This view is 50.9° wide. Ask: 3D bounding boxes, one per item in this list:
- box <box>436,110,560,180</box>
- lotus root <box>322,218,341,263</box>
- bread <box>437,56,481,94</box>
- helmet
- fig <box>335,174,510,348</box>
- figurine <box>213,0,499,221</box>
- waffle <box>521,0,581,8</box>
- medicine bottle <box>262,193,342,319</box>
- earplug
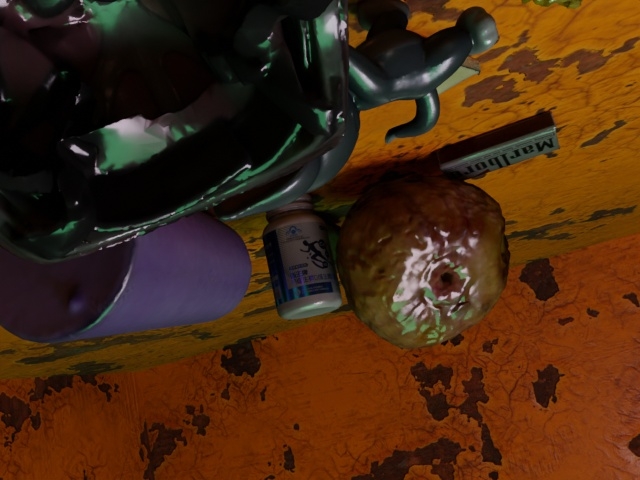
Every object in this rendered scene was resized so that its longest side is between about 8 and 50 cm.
[{"bbox_3d":[0.279,-0.139,1.044,0.178,0.035,0.115,-18,166,20],"label":"box"},{"bbox_3d":[0.000,0.000,1.251,0.089,0.080,0.179,5,170,27],"label":"lotus root"},{"bbox_3d":[0.104,-0.187,0.720,0.154,0.028,0.068,0,162,-44],"label":"bread"},{"bbox_3d":[-0.127,-0.140,0.358,0.271,0.197,0.338,-23,156,3],"label":"helmet"},{"bbox_3d":[0.125,0.003,1.133,0.286,0.286,0.369,-6,-158,-26],"label":"fig"},{"bbox_3d":[0.014,-0.126,0.588,0.265,0.140,0.193,-15,-154,-11],"label":"figurine"},{"bbox_3d":[0.243,-0.254,0.518,0.243,0.058,0.238,-7,166,-27],"label":"waffle"},{"bbox_3d":[-0.034,0.025,1.087,0.107,0.191,0.107,-12,166,-3],"label":"medicine bottle"},{"bbox_3d":[-0.234,0.026,0.933,0.215,0.215,0.456,-16,170,14],"label":"earplug"}]
